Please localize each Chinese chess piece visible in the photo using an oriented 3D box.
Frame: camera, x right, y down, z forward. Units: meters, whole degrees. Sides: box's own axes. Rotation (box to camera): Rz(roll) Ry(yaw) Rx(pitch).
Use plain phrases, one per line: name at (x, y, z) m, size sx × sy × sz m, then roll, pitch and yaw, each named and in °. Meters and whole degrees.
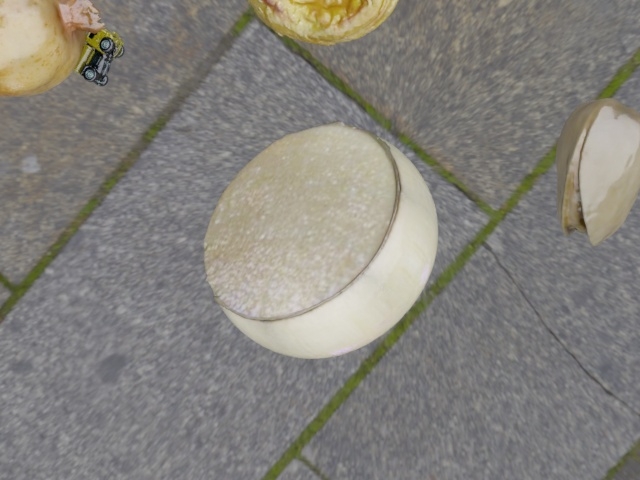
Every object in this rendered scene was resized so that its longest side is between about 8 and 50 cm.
Chinese chess piece at (0.000, 0.000, 0.527) m, size 0.122 × 0.051 × 0.122 m, roll -18°, pitch 52°, yaw 25°

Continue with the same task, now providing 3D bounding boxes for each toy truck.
toy truck at (-0.334, -0.280, 1.557) m, size 0.054 × 0.049 × 0.083 m, roll 32°, pitch 95°, yaw 11°

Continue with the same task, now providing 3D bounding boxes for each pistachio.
pistachio at (0.389, -0.096, 1.460) m, size 0.136 × 0.135 × 0.225 m, roll 5°, pitch 122°, yaw 3°

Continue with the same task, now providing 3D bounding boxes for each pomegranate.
pomegranate at (-0.433, -0.303, 1.466) m, size 0.207 × 0.207 × 0.207 m, roll 0°, pitch 94°, yaw 4°

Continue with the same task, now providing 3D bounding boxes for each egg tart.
egg tart at (0.009, -0.433, 1.519) m, size 0.295 × 0.116 × 0.294 m, roll 7°, pitch 115°, yaw 15°
